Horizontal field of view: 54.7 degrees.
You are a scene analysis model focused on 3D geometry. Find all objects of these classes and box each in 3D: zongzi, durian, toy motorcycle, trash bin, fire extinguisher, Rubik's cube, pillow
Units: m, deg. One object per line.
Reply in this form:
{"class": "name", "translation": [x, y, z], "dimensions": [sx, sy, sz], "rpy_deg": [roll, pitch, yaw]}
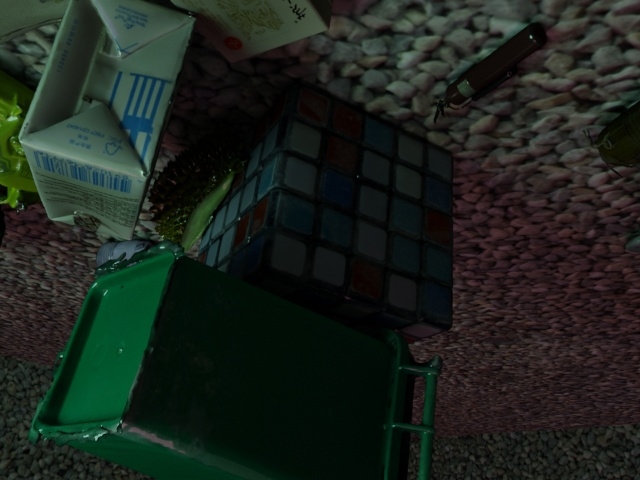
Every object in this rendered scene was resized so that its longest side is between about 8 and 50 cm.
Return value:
{"class": "zongzi", "translation": [0.460, -0.140, 0.762], "dimensions": [0.184, 0.084, 0.187], "rpy_deg": [2, 163, -13]}
{"class": "durian", "translation": [-0.194, -0.085, 0.912], "dimensions": [0.095, 0.137, 0.221], "rpy_deg": [22, 124, -41]}
{"class": "toy motorcycle", "translation": [-0.474, -0.161, 0.872], "dimensions": [0.206, 0.142, 0.342], "rpy_deg": [-48, 135, 9]}
{"class": "trash bin", "translation": [-0.077, 0.180, 0.695], "dimensions": [0.295, 0.259, 0.381], "rpy_deg": [-17, 142, 40]}
{"class": "fire extinguisher", "translation": [0.203, -0.200, 0.750], "dimensions": [0.049, 0.035, 0.173], "rpy_deg": [-23, 175, -37]}
{"class": "Rubik's cube", "translation": [0.000, 0.000, 0.912], "dimensions": [0.287, 0.291, 0.293], "rpy_deg": [19, 153, -24]}
{"class": "pillow", "translation": [-0.359, -0.281, 0.706], "dimensions": [0.233, 0.038, 0.130], "rpy_deg": [-5, 155, 19]}

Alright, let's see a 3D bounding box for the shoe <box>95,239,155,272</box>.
{"class": "shoe", "translation": [-0.369, 0.074, 1.389], "dimensions": [0.138, 0.095, 0.245], "rpy_deg": [-8, 144, 34]}

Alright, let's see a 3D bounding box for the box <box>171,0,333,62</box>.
{"class": "box", "translation": [-0.093, -0.278, 0.621], "dimensions": [0.141, 0.058, 0.201], "rpy_deg": [-9, 150, 31]}

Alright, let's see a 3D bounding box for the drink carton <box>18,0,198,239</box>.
{"class": "drink carton", "translation": [-0.253, -0.134, 0.745], "dimensions": [0.132, 0.194, 0.324], "rpy_deg": [18, 164, -15]}

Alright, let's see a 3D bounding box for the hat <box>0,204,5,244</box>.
{"class": "hat", "translation": [-0.652, -0.054, 1.025], "dimensions": [0.274, 0.242, 0.332], "rpy_deg": [27, 145, -31]}

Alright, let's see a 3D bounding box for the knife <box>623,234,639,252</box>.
{"class": "knife", "translation": [0.529, -0.035, 0.933], "dimensions": [0.132, 0.038, 0.399], "rpy_deg": [-13, 158, 23]}
